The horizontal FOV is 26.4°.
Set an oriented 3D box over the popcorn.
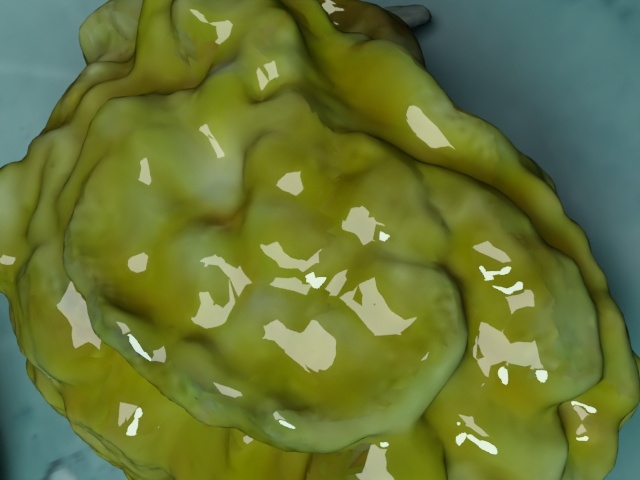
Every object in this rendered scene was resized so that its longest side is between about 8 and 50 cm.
[{"bbox_3d":[-0.016,0.011,0.382,0.163,0.140,0.194,-33,68,7],"label":"popcorn"}]
